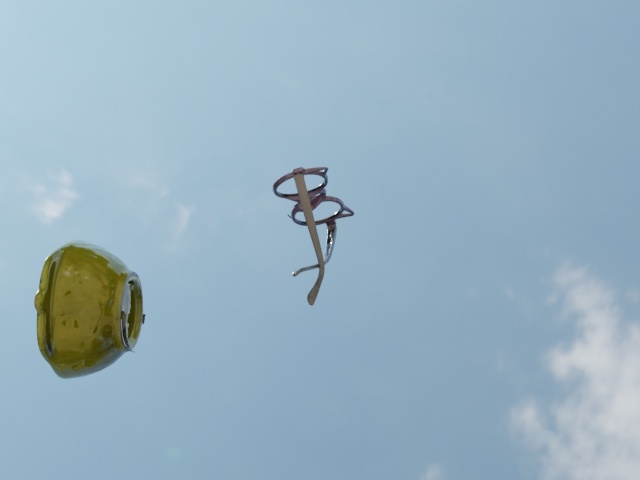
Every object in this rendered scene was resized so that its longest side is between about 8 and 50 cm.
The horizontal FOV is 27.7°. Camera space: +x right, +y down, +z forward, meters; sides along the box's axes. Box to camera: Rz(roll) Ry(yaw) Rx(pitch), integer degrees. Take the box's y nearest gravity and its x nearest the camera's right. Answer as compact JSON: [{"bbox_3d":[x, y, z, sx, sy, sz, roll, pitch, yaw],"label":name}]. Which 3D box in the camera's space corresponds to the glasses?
[{"bbox_3d":[0.000,0.000,1.240,0.063,0.140,0.103,-16,-116,8],"label":"glasses"}]

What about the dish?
[{"bbox_3d":[-0.232,0.072,1.363,0.080,0.208,0.148,1,-95,6],"label":"dish"}]
